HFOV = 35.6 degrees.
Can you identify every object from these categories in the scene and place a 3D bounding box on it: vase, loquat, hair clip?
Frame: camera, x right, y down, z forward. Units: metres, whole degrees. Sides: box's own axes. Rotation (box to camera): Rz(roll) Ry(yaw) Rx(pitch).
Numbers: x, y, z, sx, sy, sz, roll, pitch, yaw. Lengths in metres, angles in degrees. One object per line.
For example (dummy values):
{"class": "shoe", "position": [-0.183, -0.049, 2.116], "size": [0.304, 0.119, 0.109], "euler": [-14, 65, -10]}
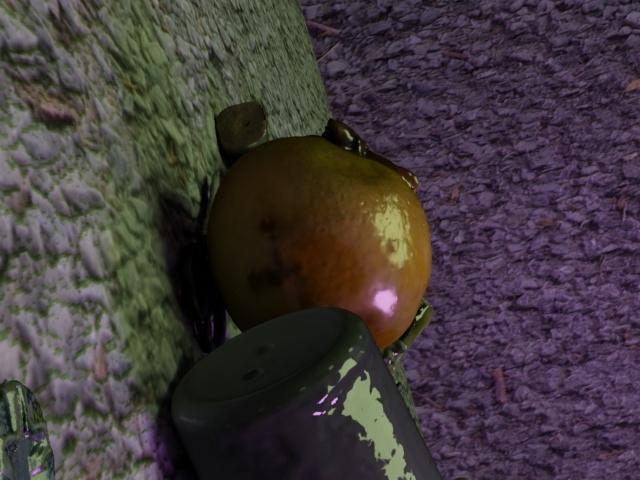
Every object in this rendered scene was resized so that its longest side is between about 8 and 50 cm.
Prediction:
{"class": "vase", "position": [0.014, 0.217, 0.858], "size": [0.245, 0.245, 0.291], "euler": [-80, 149, -73]}
{"class": "loquat", "position": [0.000, 0.000, 0.992], "size": [0.244, 0.244, 0.243], "euler": [-15, 90, -83]}
{"class": "hair clip", "position": [-0.136, 0.184, 0.513], "size": [0.066, 0.036, 0.229], "euler": [56, 13, -81]}

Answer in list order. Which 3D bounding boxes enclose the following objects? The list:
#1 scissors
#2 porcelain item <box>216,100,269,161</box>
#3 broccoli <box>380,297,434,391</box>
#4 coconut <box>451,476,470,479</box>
{"class": "scissors", "position": [-0.120, 0.001, 1.068], "size": [0.300, 0.022, 0.109], "euler": [-96, 171, -56]}
{"class": "porcelain item", "position": [-0.084, -0.093, 1.397], "size": [0.215, 0.069, 0.081], "euler": [73, 1, -53]}
{"class": "broccoli", "position": [0.042, 0.132, 1.138], "size": [0.177, 0.275, 0.198], "euler": [34, -22, 16]}
{"class": "coconut", "position": [0.160, 0.473, 1.176], "size": [0.352, 0.353, 0.352], "euler": [-15, 90, -83]}
